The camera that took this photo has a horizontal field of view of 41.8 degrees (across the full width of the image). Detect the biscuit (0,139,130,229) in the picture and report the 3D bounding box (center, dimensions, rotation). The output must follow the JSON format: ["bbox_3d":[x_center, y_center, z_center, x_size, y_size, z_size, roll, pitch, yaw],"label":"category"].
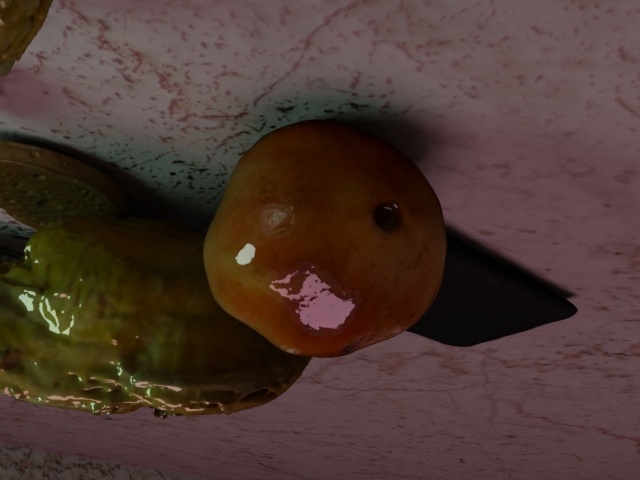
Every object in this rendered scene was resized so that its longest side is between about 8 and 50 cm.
[{"bbox_3d":[-0.275,-0.048,0.868,0.142,0.028,0.220,-6,155,22],"label":"biscuit"}]

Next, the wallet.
[{"bbox_3d":[0.126,0.055,0.992,0.378,0.051,0.197,24,147,-37],"label":"wallet"}]

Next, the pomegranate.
[{"bbox_3d":[0.003,-0.003,0.724,0.209,0.209,0.209,4,156,2],"label":"pomegranate"}]

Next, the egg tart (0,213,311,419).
[{"bbox_3d":[-0.174,0.057,0.845,0.352,0.152,0.339,12,-170,2],"label":"egg tart"}]

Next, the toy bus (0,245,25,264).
[{"bbox_3d":[-0.346,0.071,1.014,0.409,0.093,0.092,19,-169,-17],"label":"toy bus"}]

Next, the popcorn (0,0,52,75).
[{"bbox_3d":[-0.230,-0.157,0.534,0.121,0.106,0.116,3,165,5],"label":"popcorn"}]
